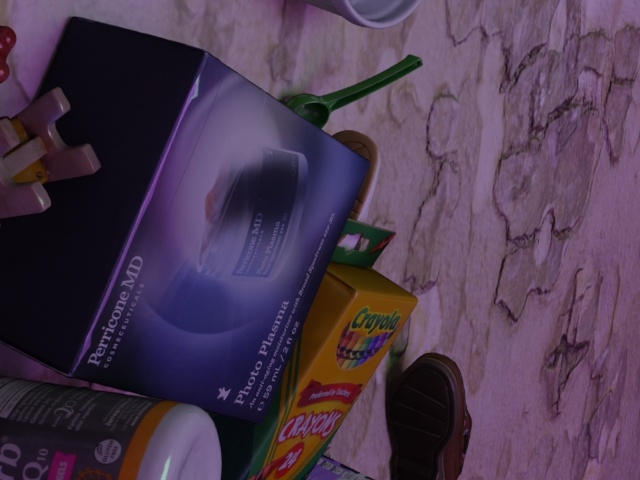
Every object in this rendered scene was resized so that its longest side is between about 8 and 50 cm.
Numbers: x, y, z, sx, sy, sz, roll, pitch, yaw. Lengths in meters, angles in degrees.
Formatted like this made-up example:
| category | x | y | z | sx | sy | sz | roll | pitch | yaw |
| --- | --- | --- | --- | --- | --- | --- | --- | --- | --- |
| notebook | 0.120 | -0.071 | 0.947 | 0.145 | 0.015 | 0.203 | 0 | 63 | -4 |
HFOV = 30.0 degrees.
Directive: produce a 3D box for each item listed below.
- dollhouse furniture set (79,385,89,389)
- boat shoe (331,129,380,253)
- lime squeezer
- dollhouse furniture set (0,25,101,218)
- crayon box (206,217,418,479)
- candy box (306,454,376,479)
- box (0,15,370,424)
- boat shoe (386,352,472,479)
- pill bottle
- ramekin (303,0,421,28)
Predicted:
| category | x | y | z | sx | sy | sz | roll | pitch | yaw |
| --- | --- | --- | --- | --- | --- | --- | --- | --- | --- |
| dollhouse furniture set | -0.250 | 0.285 | 1.248 | 0.355 | 0.174 | 0.303 | 3 | 92 | -85 |
| boat shoe | 0.000 | 0.000 | 1.403 | 0.096 | 0.098 | 0.277 | 1 | 118 | -62 |
| lime squeezer | -0.015 | -0.095 | 1.321 | 0.310 | 0.110 | 0.059 | -55 | 164 | -15 |
| dollhouse furniture set | -0.340 | -0.057 | 0.839 | 0.201 | 0.152 | 0.374 | 66 | 26 | -15 |
| crayon box | -0.007 | 0.131 | 1.334 | 0.318 | 0.081 | 0.202 | -59 | 157 | 9 |
| candy box | 0.023 | 0.378 | 1.533 | 0.165 | 0.196 | 0.070 | -39 | 136 | -38 |
| box | -0.139 | -0.006 | 1.126 | 0.294 | 0.183 | 0.296 | 27 | 84 | -55 |
| boat shoe | 0.167 | 0.271 | 1.775 | 0.104 | 0.111 | 0.307 | -41 | 146 | -42 |
| pill bottle | -0.234 | 0.196 | 0.982 | 0.162 | 0.279 | 0.162 | 6 | 90 | -76 |
| ramekin | 0.036 | -0.335 | 1.265 | 0.207 | 0.109 | 0.207 | -29 | 128 | -44 |
